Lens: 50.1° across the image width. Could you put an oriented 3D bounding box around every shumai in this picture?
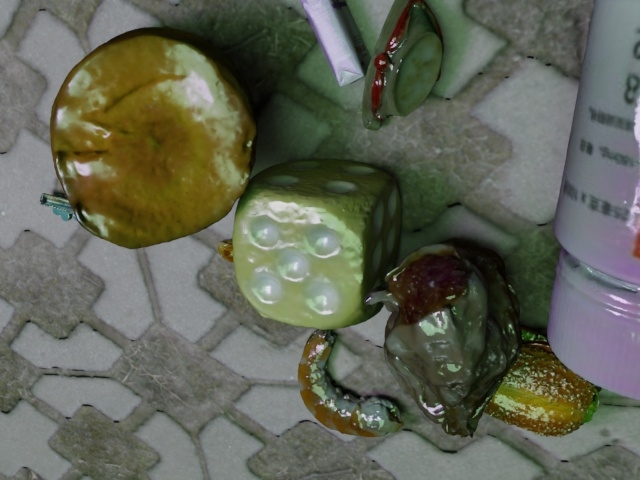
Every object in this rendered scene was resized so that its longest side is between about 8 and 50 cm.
[{"bbox_3d":[0.120,0.102,0.802,0.184,0.185,0.218,39,111,53],"label":"shumai"}]

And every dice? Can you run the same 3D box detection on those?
[{"bbox_3d":[0.000,0.000,0.851,0.169,0.166,0.169,8,115,20],"label":"dice"}]

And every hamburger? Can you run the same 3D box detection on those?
[{"bbox_3d":[0.264,0.185,0.862,0.166,0.087,0.137,21,118,14],"label":"hamburger"}]

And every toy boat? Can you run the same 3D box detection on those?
[{"bbox_3d":[0.094,-0.202,0.784,0.071,0.089,0.185,55,135,48],"label":"toy boat"}]

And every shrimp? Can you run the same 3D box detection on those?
[{"bbox_3d":[0.043,0.205,0.995,0.161,0.049,0.166,2,104,24],"label":"shrimp"}]

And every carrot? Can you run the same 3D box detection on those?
[{"bbox_3d":[-0.198,-0.139,0.850,0.241,0.340,0.241,-3,108,-8],"label":"carrot"}]

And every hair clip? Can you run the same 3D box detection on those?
[{"bbox_3d":[-0.360,-0.042,1.059,0.173,0.049,0.049,15,116,23],"label":"hair clip"}]

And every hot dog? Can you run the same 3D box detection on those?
[{"bbox_3d":[-0.112,0.016,0.982,0.090,0.034,0.030,-2,111,23],"label":"hot dog"}]

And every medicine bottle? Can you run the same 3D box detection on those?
[{"bbox_3d":[0.343,-0.056,0.650,0.219,0.219,0.388,11,115,19],"label":"medicine bottle"}]

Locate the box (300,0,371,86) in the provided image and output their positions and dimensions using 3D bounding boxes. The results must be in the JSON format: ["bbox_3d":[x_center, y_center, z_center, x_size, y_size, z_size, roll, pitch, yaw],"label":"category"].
[{"bbox_3d":[0.021,-0.243,0.808,0.036,0.050,0.117,-20,101,30],"label":"box"}]
